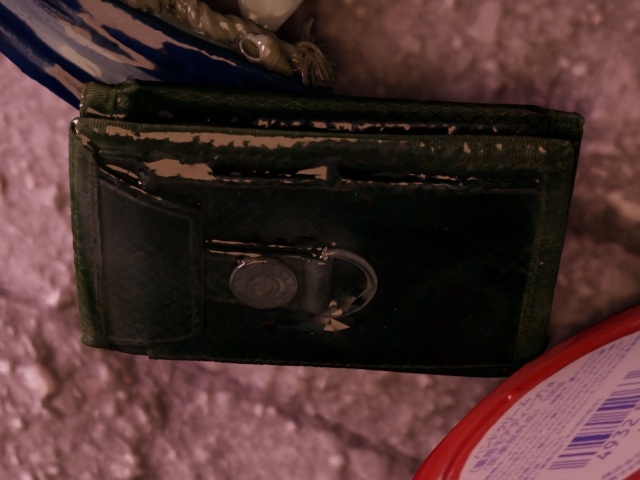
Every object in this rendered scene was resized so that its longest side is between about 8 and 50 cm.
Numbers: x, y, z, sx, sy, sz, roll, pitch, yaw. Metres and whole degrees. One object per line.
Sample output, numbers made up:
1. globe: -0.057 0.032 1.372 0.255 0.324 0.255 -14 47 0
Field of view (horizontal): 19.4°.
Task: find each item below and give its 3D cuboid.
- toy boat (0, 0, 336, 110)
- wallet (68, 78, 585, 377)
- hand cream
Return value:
1. toy boat: -0.044 -0.190 0.878 0.220 0.067 0.291 36 107 0
2. wallet: 0.000 0.002 0.901 0.236 0.055 0.160 5 130 1
3. hand cream: 0.157 0.133 0.845 0.230 0.230 0.149 -25 106 25
